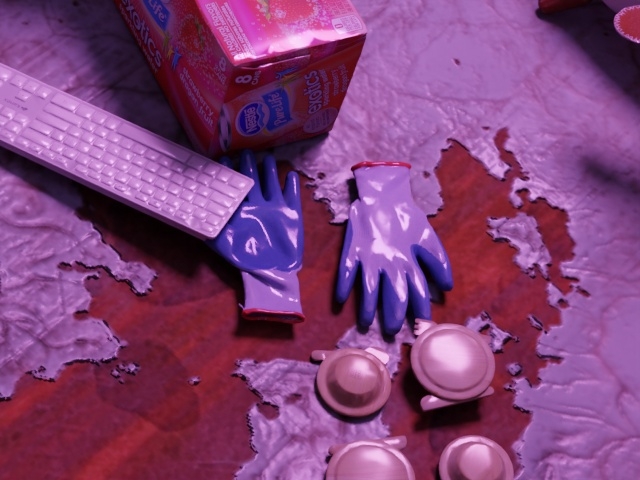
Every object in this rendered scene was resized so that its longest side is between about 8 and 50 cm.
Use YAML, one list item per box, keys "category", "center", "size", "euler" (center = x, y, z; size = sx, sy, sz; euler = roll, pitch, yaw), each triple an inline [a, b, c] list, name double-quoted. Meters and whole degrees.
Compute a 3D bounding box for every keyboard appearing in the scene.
- category: "keyboard"
  center: [-0.178, -0.075, 1.482]
  size: [0.256, 0.014, 0.072]
  euler: [25, 53, 9]

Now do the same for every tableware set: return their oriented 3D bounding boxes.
- category: "tableware set"
  center: [0.066, 0.132, 1.413]
  size: [0.141, 0.020, 0.168]
  euler: [-2, 59, -11]

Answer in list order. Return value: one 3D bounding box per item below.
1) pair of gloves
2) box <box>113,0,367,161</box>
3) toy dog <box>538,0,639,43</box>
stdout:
- category: "pair of gloves"
  center: [0.000, 0.000, 1.489]
  size: [0.198, 0.023, 0.159]
  euler: [2, 54, -14]
- category: "box"
  center: [-0.082, -0.205, 1.545]
  size: [0.123, 0.128, 0.257]
  euler: [-16, 62, -25]
- category: "toy dog"
  center: [0.287, -0.178, 1.606]
  size: [0.220, 0.161, 0.333]
  euler: [48, 12, -26]
